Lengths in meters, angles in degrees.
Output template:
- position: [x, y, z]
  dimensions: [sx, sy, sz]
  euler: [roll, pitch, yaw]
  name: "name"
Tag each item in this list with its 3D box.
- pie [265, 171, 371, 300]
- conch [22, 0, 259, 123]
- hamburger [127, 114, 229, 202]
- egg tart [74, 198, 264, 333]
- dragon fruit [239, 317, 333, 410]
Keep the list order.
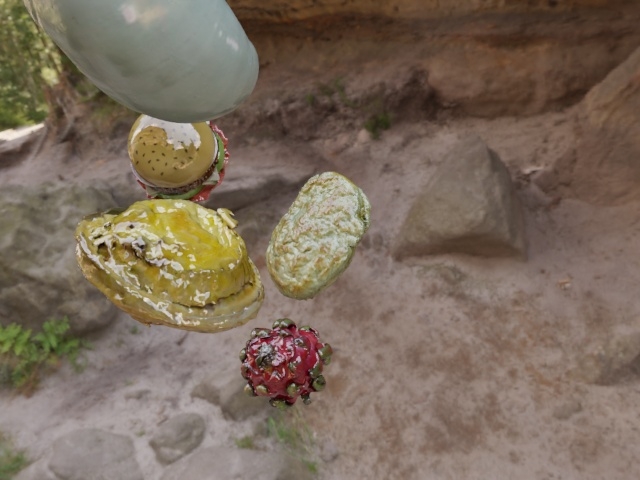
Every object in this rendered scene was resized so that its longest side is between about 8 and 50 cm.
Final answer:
- position: [0.000, 0.000, 1.183]
  dimensions: [0.201, 0.090, 0.248]
  euler: [36, 93, 45]
  name: "pie"
- position: [-0.159, -0.183, 0.555]
  dimensions: [0.185, 0.221, 0.121]
  euler: [-7, 43, 56]
  name: "conch"
- position: [-0.241, -0.145, 1.059]
  dimensions: [0.175, 0.175, 0.137]
  euler: [-16, -11, 0]
  name: "hamburger"
- position: [-0.199, 0.010, 0.896]
  dimensions: [0.291, 0.107, 0.291]
  euler: [22, 24, -10]
  name: "egg tart"
- position: [-0.072, 0.277, 1.532]
  dimensions: [0.218, 0.198, 0.273]
  euler: [24, 40, 16]
  name: "dragon fruit"
